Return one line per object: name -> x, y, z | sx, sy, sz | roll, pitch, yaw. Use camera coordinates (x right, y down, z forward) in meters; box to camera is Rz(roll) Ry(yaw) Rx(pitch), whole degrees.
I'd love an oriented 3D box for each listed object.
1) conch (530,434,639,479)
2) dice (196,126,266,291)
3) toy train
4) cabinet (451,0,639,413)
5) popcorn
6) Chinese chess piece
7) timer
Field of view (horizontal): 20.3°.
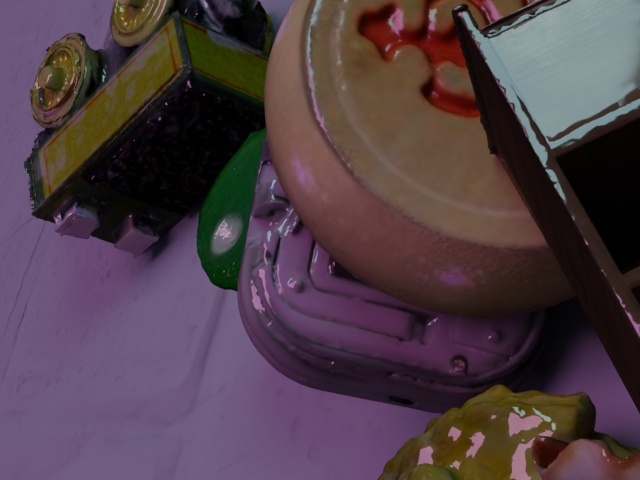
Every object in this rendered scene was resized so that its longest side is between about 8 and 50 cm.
conch -> 0.179, 0.151, 0.848 | 0.094, 0.176, 0.104 | -29, -7, -9
dice -> 0.000, 0.000, 1.211 | 0.120, 0.128, 0.131 | -54, 33, 9
toy train -> -0.136, -0.115, 1.479 | 0.261, 0.134, 0.177 | -41, 47, 31
cabinet -> 0.191, -0.039, 0.856 | 0.174, 0.148, 0.215 | -25, 58, 1
popcorn -> 0.106, 0.162, 0.961 | 0.173, 0.142, 0.173 | -24, 30, 15
Chinese chess piece -> 0.092, -0.079, 1.039 | 0.097, 0.250, 0.251 | 110, 171, -65
timer -> 0.052, -0.003, 1.093 | 0.069, 0.190, 0.208 | 115, 166, -66
